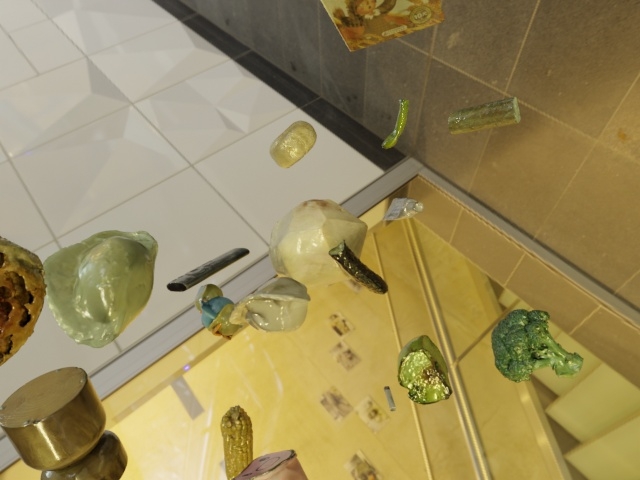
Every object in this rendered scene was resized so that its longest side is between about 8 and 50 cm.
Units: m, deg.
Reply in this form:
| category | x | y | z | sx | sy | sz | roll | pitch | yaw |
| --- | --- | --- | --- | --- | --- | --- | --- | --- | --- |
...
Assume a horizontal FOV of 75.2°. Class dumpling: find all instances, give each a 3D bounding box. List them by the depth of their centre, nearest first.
| category | x | y | z | sx | sy | sz | roll | pitch | yaw |
| --- | --- | --- | --- | --- | --- | --- | --- | --- | --- |
| dumpling | -0.572 | 0.095 | 1.148 | 0.270 | 0.211 | 0.321 | 56 | -174 | -19 |
| dumpling | -0.151 | 0.205 | 1.195 | 0.175 | 0.226 | 0.244 | 52 | 135 | 41 |

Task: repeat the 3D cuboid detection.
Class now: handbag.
| category | x | y | z | sx | sy | sz | roll | pitch | yaw |
| --- | --- | --- | --- | --- | --- | --- | --- | --- | --- |
| handbag | -0.124 | 0.642 | 1.101 | 0.117 | 0.179 | 0.205 | 69 | -164 | 10 |

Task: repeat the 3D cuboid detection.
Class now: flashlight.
| category | x | y | z | sx | sy | sz | roll | pitch | yaw |
| --- | --- | --- | --- | --- | --- | --- | --- | --- | --- |
| flashlight | 0.210 | 0.479 | 1.261 | 0.083 | 0.018 | 0.019 | -102 | 16 | -62 |

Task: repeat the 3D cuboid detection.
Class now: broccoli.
| category | x | y | z | sx | sy | sz | roll | pitch | yaw |
| --- | --- | --- | --- | --- | --- | --- | --- | --- | --- |
| broccoli | 0.698 | 0.353 | 1.357 | 0.270 | 0.270 | 0.270 | 20 | 143 | 29 |

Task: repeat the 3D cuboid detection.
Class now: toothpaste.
| category | x | y | z | sx | sy | sz | roll | pitch | yaw |
| --- | --- | --- | --- | --- | --- | --- | --- | --- | --- |
| toothpaste | 0.325 | -0.128 | 1.638 | 0.069 | 0.099 | 0.282 | 63 | 169 | -10 |

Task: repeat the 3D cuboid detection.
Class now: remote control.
| category | x | y | z | sx | sy | sz | roll | pitch | yaw |
| --- | --- | --- | --- | --- | --- | --- | --- | --- | --- |
| remote control | -0.432 | 0.108 | 1.646 | 0.107 | 0.377 | 0.044 | -8 | 104 | 31 |

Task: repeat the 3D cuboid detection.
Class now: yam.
| category | x | y | z | sx | sy | sz | roll | pitch | yaw |
| --- | --- | --- | --- | --- | --- | --- | --- | --- | --- |
| yam | 0.410 | -0.309 | 1.042 | 0.169 | 0.068 | 0.068 | 1 | 125 | 44 |

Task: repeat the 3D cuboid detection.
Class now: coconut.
| category | x | y | z | sx | sy | sz | roll | pitch | yaw |
| --- | --- | --- | --- | --- | --- | --- | --- | --- | --- |
| coconut | 0.000 | 0.000 | 1.698 | 0.415 | 0.415 | 0.345 | 32 | 165 | 44 |

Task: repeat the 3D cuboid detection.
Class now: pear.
| category | x | y | z | sx | sy | sz | roll | pitch | yaw |
| --- | --- | --- | --- | --- | --- | --- | --- | --- | --- |
| pear | 0.395 | 0.482 | 1.658 | 0.238 | 0.163 | 0.255 | 55 | -161 | -10 |

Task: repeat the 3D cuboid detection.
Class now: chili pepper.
| category | x | y | z | sx | sy | sz | roll | pitch | yaw |
| --- | --- | --- | --- | --- | --- | --- | --- | --- | --- |
| chili pepper | 0.295 | -0.440 | 1.590 | 0.052 | 0.050 | 0.202 | -120 | 39 | -47 |

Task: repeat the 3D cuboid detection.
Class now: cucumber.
| category | x | y | z | sx | sy | sz | roll | pitch | yaw |
| --- | --- | --- | --- | --- | --- | --- | --- | --- | --- |
| cucumber | 0.141 | 0.111 | 1.463 | 0.303 | 0.081 | 0.072 | 45 | -168 | -33 |

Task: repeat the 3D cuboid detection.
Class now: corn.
| category | x | y | z | sx | sy | sz | roll | pitch | yaw |
| --- | --- | --- | --- | --- | --- | --- | --- | --- | --- |
| corn | -0.255 | 0.644 | 1.277 | 0.101 | 0.101 | 0.292 | 30 | 123 | 47 |

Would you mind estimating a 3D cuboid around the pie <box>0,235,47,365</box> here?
| category | x | y | z | sx | sy | sz | roll | pitch | yaw |
| --- | --- | --- | --- | --- | --- | --- | --- | --- | --- |
| pie | -0.546 | 0.117 | 0.639 | 0.085 | 0.309 | 0.308 | 14 | 148 | 8 |

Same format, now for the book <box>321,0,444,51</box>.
| category | x | y | z | sx | sy | sz | roll | pitch | yaw |
| --- | --- | --- | --- | --- | --- | --- | --- | --- | --- |
| book | 0.132 | -0.684 | 1.075 | 0.299 | 0.039 | 0.428 | -6 | 160 | 26 |

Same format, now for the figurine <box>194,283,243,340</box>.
| category | x | y | z | sx | sy | sz | roll | pitch | yaw |
| --- | --- | --- | --- | --- | --- | --- | --- | --- | --- |
| figurine | -0.386 | 0.268 | 1.580 | 0.262 | 0.153 | 0.180 | 38 | 152 | 58 |

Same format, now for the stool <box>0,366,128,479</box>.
| category | x | y | z | sx | sy | sz | roll | pitch | yaw |
| --- | --- | --- | --- | --- | --- | --- | --- | --- | --- |
| stool | -0.576 | 0.449 | 0.948 | 0.179 | 0.179 | 0.265 | 23 | 130 | 53 |

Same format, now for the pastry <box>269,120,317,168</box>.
| category | x | y | z | sx | sy | sz | roll | pitch | yaw |
| --- | --- | --- | --- | --- | --- | --- | --- | --- | --- |
| pastry | -0.083 | -0.289 | 1.243 | 0.092 | 0.156 | 0.156 | 50 | 161 | -17 |
